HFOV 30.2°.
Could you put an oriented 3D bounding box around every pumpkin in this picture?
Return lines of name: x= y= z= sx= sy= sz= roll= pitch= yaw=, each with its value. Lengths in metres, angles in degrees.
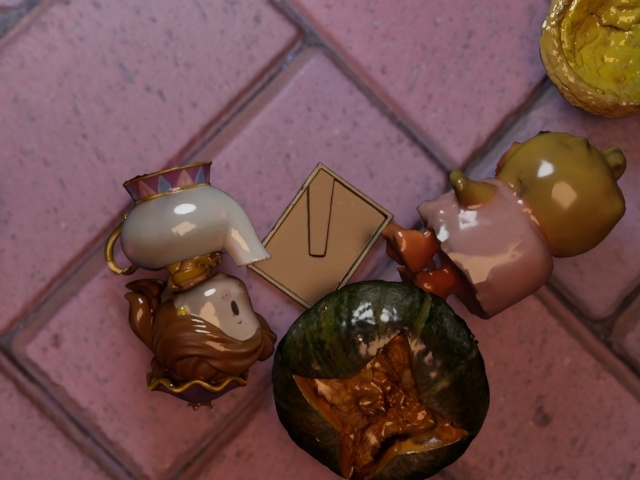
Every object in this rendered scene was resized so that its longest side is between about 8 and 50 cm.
pumpkin: x=0.067 y=0.152 z=1.294 sx=0.237 sy=0.159 sz=0.238 roll=0 pitch=111 yaw=0

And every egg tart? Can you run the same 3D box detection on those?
egg tart: x=0.342 y=-0.230 z=1.392 sx=0.191 sy=0.074 sz=0.191 roll=0 pitch=88 yaw=-9

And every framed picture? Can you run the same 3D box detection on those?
framed picture: x=0.000 y=0.000 z=1.370 sx=0.109 sy=0.011 sz=0.149 roll=36 pitch=84 yaw=-6

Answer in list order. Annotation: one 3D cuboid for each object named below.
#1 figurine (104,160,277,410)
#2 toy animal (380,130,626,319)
figurine: x=-0.137 y=0.053 z=1.289 sx=0.189 sy=0.142 sz=0.264 roll=-13 pitch=92 yaw=24
toy animal: x=0.220 y=-0.025 z=1.326 sx=0.281 sy=0.169 sz=0.195 roll=-37 pitch=136 yaw=-12
